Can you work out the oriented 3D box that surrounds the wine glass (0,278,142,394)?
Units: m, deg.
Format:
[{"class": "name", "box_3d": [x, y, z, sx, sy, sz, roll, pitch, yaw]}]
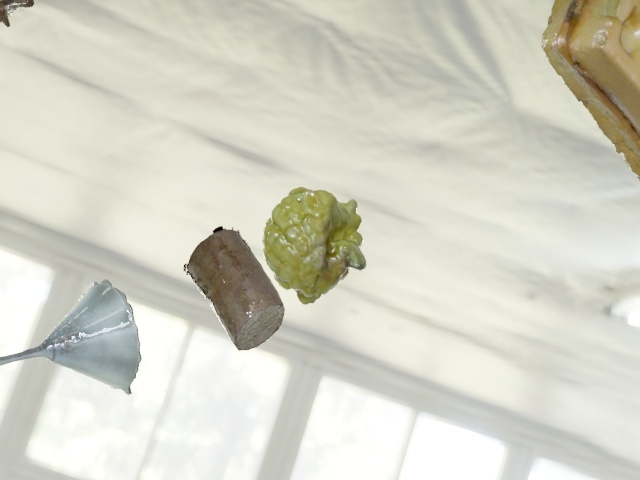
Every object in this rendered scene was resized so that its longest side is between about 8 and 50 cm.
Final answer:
[{"class": "wine glass", "box_3d": [-0.361, 0.143, 2.035, 0.232, 0.156, 0.156, -13, 7, -37]}]

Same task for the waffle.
[{"class": "waffle", "box_3d": [0.334, -0.235, 1.539, 0.098, 0.328, 0.224, -7, -41, 47]}]

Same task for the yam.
[{"class": "yam", "box_3d": [-0.095, 0.055, 1.835, 0.127, 0.084, 0.084, 53, 6, 32]}]

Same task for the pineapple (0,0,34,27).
[{"class": "pineapple", "box_3d": [-0.279, -0.303, 1.439, 0.357, 0.223, 0.223, -19, -4, -18]}]

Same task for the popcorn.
[{"class": "popcorn", "box_3d": [-0.008, -0.001, 2.354, 0.173, 0.174, 0.142, 26, -25, -30]}]
